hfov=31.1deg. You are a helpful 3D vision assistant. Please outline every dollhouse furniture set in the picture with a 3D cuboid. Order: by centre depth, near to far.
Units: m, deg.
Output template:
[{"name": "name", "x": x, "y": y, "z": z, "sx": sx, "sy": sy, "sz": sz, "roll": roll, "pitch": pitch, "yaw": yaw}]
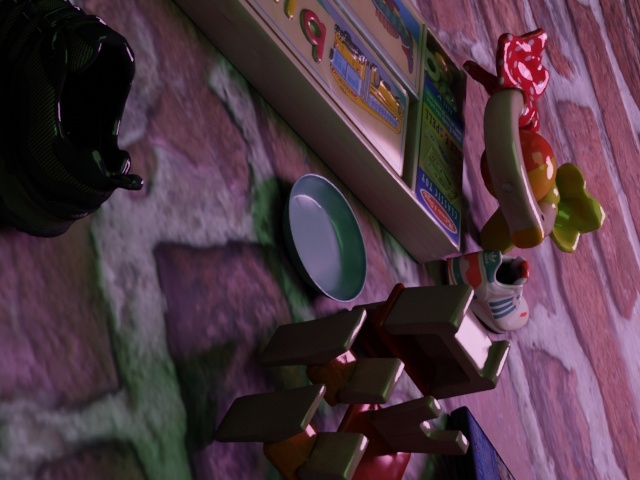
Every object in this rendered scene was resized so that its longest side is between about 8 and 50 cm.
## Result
[{"name": "dollhouse furniture set", "x": 0.048, "y": 0.160, "z": 0.934, "sx": 0.262, "sy": 0.135, "sz": 0.259, "roll": 54, "pitch": 45, "yaw": -25}]

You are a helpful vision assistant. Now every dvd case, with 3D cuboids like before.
[{"name": "dvd case", "x": 0.197, "y": 0.302, "z": 1.111, "sx": 0.253, "sy": 0.022, "sz": 0.180, "roll": 56, "pitch": 16, "yaw": -23}]

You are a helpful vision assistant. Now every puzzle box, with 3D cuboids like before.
[{"name": "puzzle box", "x": 0.022, "y": -0.197, "z": 1.139, "sx": 0.409, "sy": 0.052, "sz": 0.272, "roll": 45, "pitch": 39, "yaw": -37}]

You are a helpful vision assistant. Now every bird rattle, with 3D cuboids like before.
[{"name": "bird rattle", "x": 0.226, "y": -0.097, "z": 1.247, "sx": 0.207, "sy": 0.143, "sz": 0.253, "roll": -52, "pitch": 134, "yaw": -65}]

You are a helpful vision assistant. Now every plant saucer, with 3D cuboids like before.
[{"name": "plant saucer", "x": 0.000, "y": 0.000, "z": 1.015, "sx": 0.119, "sy": 0.021, "sz": 0.119, "roll": 35, "pitch": 44, "yaw": -44}]

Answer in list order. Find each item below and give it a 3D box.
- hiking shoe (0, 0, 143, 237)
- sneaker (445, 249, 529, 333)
[{"name": "hiking shoe", "x": -0.165, "y": -0.122, "z": 0.727, "sx": 0.086, "sy": 0.114, "sz": 0.227, "roll": -3, "pitch": 76, "yaw": -59}, {"name": "sneaker", "x": 0.204, "y": 0.054, "z": 1.260, "sx": 0.161, "sy": 0.075, "sz": 0.057, "roll": 35, "pitch": 45, "yaw": -45}]
